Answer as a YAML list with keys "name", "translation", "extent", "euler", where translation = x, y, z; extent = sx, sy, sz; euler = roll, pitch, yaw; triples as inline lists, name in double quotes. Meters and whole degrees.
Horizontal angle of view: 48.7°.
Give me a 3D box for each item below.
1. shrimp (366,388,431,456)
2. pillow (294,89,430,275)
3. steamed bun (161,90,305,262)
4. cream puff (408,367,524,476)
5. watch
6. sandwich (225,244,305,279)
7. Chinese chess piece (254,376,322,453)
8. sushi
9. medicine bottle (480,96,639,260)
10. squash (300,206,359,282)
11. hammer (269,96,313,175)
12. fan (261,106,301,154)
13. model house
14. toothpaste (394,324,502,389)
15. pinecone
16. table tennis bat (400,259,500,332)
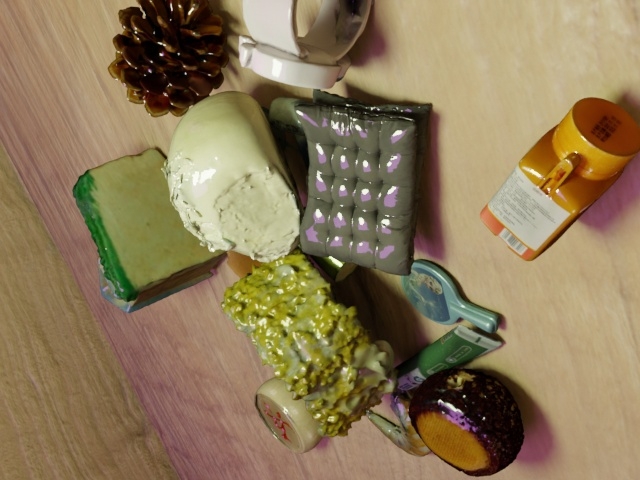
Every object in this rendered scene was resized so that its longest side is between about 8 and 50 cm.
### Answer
- name: "shrimp"
  translation: [0.208, 0.461, 1.774]
  extent: [0.185, 0.068, 0.287]
  euler: [53, 158, 8]
- name: "pillow"
  translation: [0.071, -0.102, 1.289]
  extent: [0.228, 0.101, 0.326]
  euler: [14, 124, 22]
- name: "steamed bun"
  translation: [-0.181, -0.125, 1.439]
  extent: [0.312, 0.232, 0.334]
  euler: [-110, -3, -58]
- name: "cream puff"
  translation: [0.301, 0.360, 1.442]
  extent: [0.239, 0.165, 0.239]
  euler: [29, 143, 25]
- name: "watch"
  translation: [-0.023, -0.378, 1.151]
  extent: [0.196, 0.244, 0.231]
  euler: [26, 117, 32]
- name: "sandwich"
  translation: [-0.141, 0.030, 1.750]
  extent: [0.186, 0.108, 0.220]
  euler: [47, 149, 9]
- name: "Chinese chess piece"
  translation: [-0.095, 0.535, 2.178]
  extent: [0.249, 0.103, 0.250]
  euler: [35, 145, 29]
- name: "sushi"
  translation: [-0.009, 0.231, 1.555]
  extent: [0.351, 0.240, 0.397]
  euler: [46, 172, 43]
- name: "medicine bottle"
  translation: [0.338, -0.088, 0.989]
  extent: [0.112, 0.149, 0.222]
  euler: [45, 147, 14]
- name: "squash"
  translation: [0.000, 0.000, 1.558]
  extent: [0.188, 0.095, 0.095]
  euler: [43, 146, 19]
- name: "hammer"
  translation: [-0.033, -0.201, 1.446]
  extent: [0.116, 0.069, 0.194]
  euler: [19, 143, 41]
- name: "fan"
  translation: [-0.093, -0.225, 1.544]
  extent: [0.175, 0.005, 0.113]
  euler: [37, 144, 24]
- name: "model house"
  translation: [-0.523, -0.010, 2.010]
  extent: [0.382, 0.334, 0.342]
  euler: [62, 146, 6]
- name: "toothpaste"
  translation: [0.242, 0.258, 1.519]
  extent: [0.098, 0.061, 0.392]
  euler: [23, 148, -11]
- name: "pinecone"
  translation: [-0.306, -0.395, 1.436]
  extent: [0.264, 0.264, 0.264]
  euler: [32, 142, 30]
- name: "table tennis bat"
  translation: [0.252, 0.121, 1.407]
  extent: [0.237, 0.038, 0.149]
  euler: [27, 139, 39]
